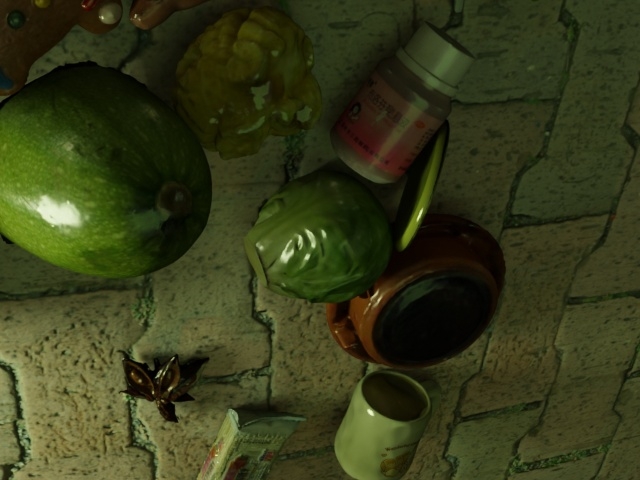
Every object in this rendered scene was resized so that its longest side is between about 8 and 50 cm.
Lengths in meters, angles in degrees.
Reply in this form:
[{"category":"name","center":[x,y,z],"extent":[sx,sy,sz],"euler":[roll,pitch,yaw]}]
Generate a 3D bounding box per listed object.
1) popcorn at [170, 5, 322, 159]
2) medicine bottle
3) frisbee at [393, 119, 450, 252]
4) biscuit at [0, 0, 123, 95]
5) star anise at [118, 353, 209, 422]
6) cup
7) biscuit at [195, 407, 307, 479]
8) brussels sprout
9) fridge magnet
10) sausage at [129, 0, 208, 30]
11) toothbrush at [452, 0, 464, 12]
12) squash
[{"category":"popcorn","center":[-0.104,-0.225,1.281],"extent":[0.203,0.200,0.226],"euler":[7,93,-59]},{"category":"medicine bottle","center":[0.131,-0.219,1.390],"extent":[0.147,0.147,0.247],"euler":[21,116,-34]},{"category":"frisbee","center":[0.165,-0.092,1.456],"extent":[0.017,0.236,0.236],"euler":[18,121,-5]},{"category":"biscuit","center":[-0.331,-0.337,1.110],"extent":[0.324,0.049,0.205],"euler":[-40,138,-14]},{"category":"star anise","center":[-0.286,0.268,1.657],"extent":[0.157,0.053,0.212],"euler":[-38,130,9]},{"category":"cup","center":[0.146,0.387,1.893],"extent":[0.173,0.255,0.202],"euler":[25,121,12]},{"category":"biscuit","center":[-0.165,0.465,1.848],"extent":[0.186,0.079,0.309],"euler":[13,119,-28]},{"category":"brussels sprout","center":[0.000,0.000,1.467],"extent":[0.244,0.244,0.244],"euler":[-12,130,-14]},{"category":"fridge magnet","center":[0.188,0.110,1.662],"extent":[0.364,0.155,0.363],"euler":[-11,129,-13]},{"category":"sausage","center":[-0.125,-0.370,1.210],"extent":[0.304,0.078,0.078],"euler":[-21,131,-7]},{"category":"toothbrush","center":[0.218,-0.467,1.306],"extent":[0.022,0.026,0.263],"euler":[-6,129,-9]},{"category":"squash","center":[-0.272,-0.054,1.191],"extent":[0.310,0.309,0.310],"euler":[-23,129,-31]}]
